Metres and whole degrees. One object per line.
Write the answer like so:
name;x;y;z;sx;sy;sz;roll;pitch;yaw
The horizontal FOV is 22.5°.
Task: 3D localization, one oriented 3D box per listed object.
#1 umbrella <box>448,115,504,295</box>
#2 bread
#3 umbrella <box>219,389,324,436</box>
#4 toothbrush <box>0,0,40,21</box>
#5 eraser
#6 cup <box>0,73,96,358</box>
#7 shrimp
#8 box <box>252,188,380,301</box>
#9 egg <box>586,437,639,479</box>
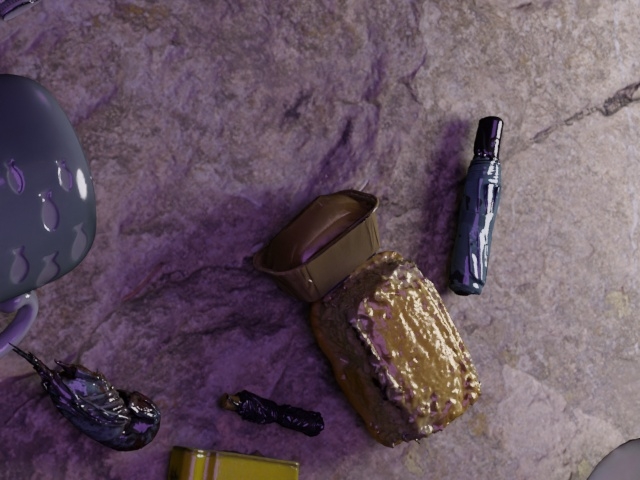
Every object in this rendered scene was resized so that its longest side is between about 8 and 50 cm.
umbrella;0.217;-0.047;2.189;0.053;0.052;0.251;10;81;7
bread;0.100;0.141;2.084;0.174;0.121;0.246;-35;99;-31
umbrella;-0.062;0.219;2.044;0.144;0.040;0.037;19;71;-27
toothbrush;-0.281;-0.346;1.996;0.288;0.024;0.026;-33;86;-23
eraser;-0.119;0.368;1.988;0.158;0.069;0.226;11;81;-23
cup;-0.405;-0.001;1.805;0.274;0.259;0.357;-21;126;-26
shrimp;-0.282;0.183;1.911;0.233;0.090;0.079;39;90;-32
box;0.000;0.000;2.059;0.177;0.111;0.111;-40;103;-23
egg;0.474;0.449;2.194;0.337;0.201;0.337;3;64;-7
